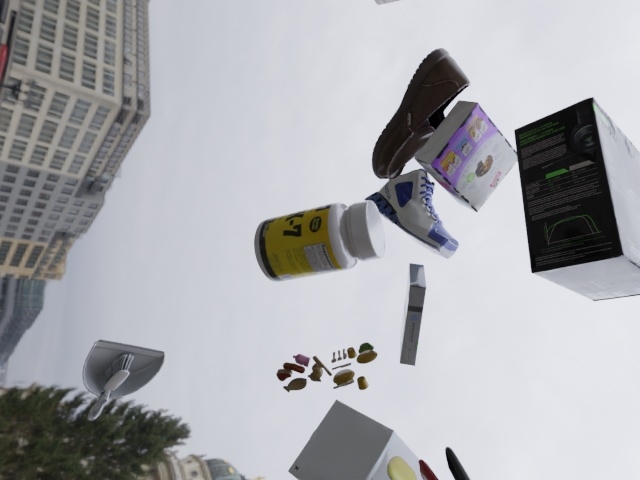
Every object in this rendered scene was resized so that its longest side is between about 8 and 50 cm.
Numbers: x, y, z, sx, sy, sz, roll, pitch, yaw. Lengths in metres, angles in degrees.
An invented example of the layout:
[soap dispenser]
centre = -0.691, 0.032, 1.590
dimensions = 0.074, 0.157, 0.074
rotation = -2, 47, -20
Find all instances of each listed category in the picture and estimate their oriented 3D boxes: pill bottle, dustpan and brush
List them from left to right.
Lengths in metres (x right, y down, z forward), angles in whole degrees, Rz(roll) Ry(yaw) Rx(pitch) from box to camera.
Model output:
[dustpan and brush]
centre = -0.432, 0.298, 0.925
dimensions = 0.211, 0.147, 0.060
rotation = -46, -140, 27
[pill bottle]
centre = 0.000, 0.000, 0.785
dimensions = 0.208, 0.119, 0.119
rotation = -12, -110, 22

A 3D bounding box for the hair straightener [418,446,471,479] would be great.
[hair straightener]
centre = 0.208, 0.331, 0.511
dimensions = 0.230, 0.088, 0.047
rotation = -134, -154, -59

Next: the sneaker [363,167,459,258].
[sneaker]
centre = 0.281, -0.105, 1.283
dimensions = 0.182, 0.127, 0.315
rotation = -52, -128, 6

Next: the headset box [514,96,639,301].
[headset box]
centre = 0.459, -0.064, 0.762
dimensions = 0.131, 0.246, 0.283
rotation = -20, -121, 46

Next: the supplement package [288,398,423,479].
[supplement package]
centre = 0.108, 0.552, 1.040
dimensions = 0.198, 0.263, 0.199
rotation = 6, -130, 52

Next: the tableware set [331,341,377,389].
[tableware set]
centre = 0.075, 0.267, 0.950
dimensions = 0.154, 0.103, 0.024
rotation = -88, 158, -76

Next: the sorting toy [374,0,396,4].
[sorting toy]
centre = 0.188, -0.476, 0.634
dimensions = 0.257, 0.089, 0.255
rotation = -45, -154, 7

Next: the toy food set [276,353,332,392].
[toy food set]
centre = -0.038, 0.253, 0.873
dimensions = 0.122, 0.078, 0.019
rotation = -27, -158, 29

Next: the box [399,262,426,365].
[box]
centre = 0.207, 0.163, 1.013
dimensions = 0.038, 0.145, 0.186
rotation = 8, -73, 9

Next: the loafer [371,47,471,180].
[loafer]
centre = 0.242, -0.276, 1.111
dimensions = 0.130, 0.133, 0.366
rotation = 40, -41, 15

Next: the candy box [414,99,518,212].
[candy box]
centre = 0.336, -0.187, 1.019
dimensions = 0.165, 0.196, 0.070
rotation = -52, -149, 3
